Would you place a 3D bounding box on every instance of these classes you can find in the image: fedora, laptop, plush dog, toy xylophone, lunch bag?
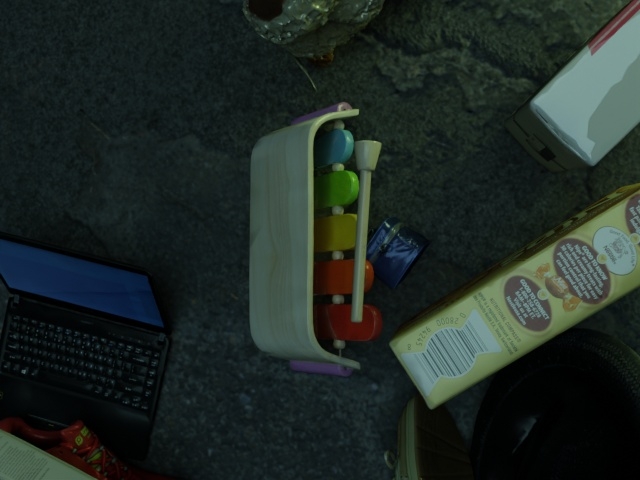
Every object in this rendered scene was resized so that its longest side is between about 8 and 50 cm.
[{"bbox_3d":[0.301,0.254,0.841,0.153,0.334,0.334,6,92,-24],"label":"fedora"},{"bbox_3d":[-0.321,0.134,0.982,0.234,0.136,0.264,14,93,9],"label":"laptop"},{"bbox_3d":[0.038,-0.311,0.879,0.225,0.210,0.262,-29,49,17],"label":"plush dog"},{"bbox_3d":[0.000,0.000,0.896,0.236,0.081,0.322,6,92,52],"label":"toy xylophone"},{"bbox_3d":[0.082,0.011,0.934,0.065,0.098,0.067,36,101,10],"label":"lunch bag"}]

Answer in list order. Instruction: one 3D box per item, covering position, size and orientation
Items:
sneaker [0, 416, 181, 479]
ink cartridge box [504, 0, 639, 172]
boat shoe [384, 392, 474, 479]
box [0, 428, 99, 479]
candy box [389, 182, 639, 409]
[{"bbox_3d":[-0.293,0.286,0.985,0.279,0.107,0.118,10,102,9],"label":"sneaker"},{"bbox_3d":[0.290,-0.157,0.838,0.158,0.218,0.092,-45,89,7],"label":"ink cartridge box"},{"bbox_3d":[0.114,0.311,0.889,0.089,0.105,0.285,-33,42,36],"label":"boat shoe"},{"bbox_3d":[-0.317,0.378,0.941,0.232,0.058,0.322,25,127,8],"label":"box"},{"bbox_3d":[0.234,0.054,0.866,0.316,0.183,0.087,-32,86,8],"label":"candy box"}]
